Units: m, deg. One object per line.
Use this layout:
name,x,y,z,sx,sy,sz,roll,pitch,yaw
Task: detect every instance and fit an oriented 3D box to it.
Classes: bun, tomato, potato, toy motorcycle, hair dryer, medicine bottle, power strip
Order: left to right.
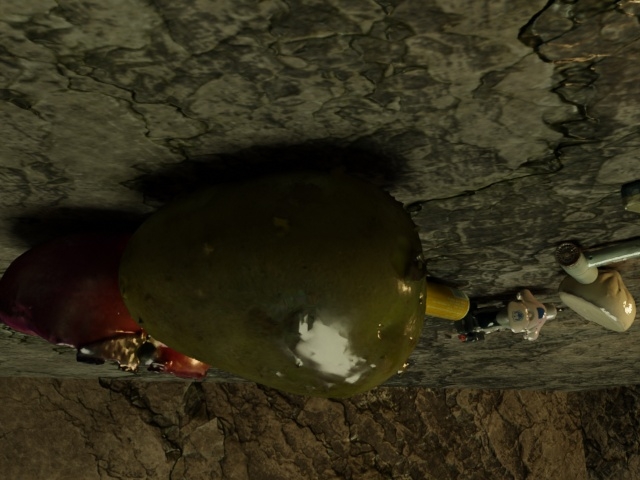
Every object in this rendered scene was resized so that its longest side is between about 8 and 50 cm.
tomato,-0.294,0.070,1.138,0.289,0.176,0.335,11,172,42
potato,-0.056,0.038,0.929,0.359,0.270,0.219,10,-150,8
medicine bottle,0.197,0.106,1.484,0.074,0.074,0.218,-13,162,35
toy motorcycle,0.366,0.154,1.628,0.221,0.102,0.150,-13,173,33
bun,0.498,0.092,1.436,0.138,0.094,0.138,36,174,4
hair dryer,0.478,0.024,1.288,0.183,0.044,0.155,-13,163,25
power strip,0.440,-0.051,1.026,0.123,0.032,0.056,8,163,-32
